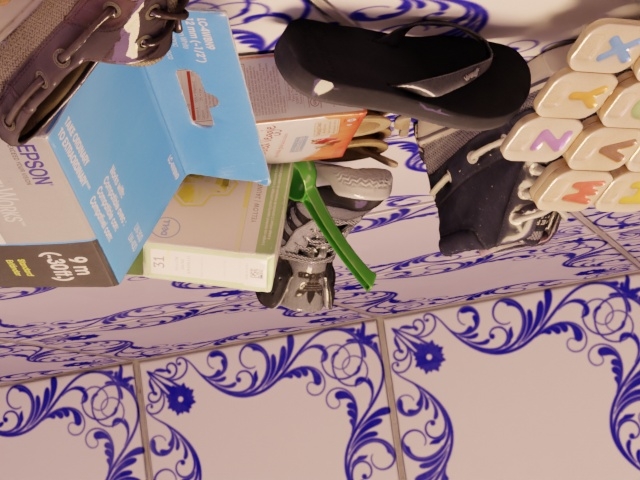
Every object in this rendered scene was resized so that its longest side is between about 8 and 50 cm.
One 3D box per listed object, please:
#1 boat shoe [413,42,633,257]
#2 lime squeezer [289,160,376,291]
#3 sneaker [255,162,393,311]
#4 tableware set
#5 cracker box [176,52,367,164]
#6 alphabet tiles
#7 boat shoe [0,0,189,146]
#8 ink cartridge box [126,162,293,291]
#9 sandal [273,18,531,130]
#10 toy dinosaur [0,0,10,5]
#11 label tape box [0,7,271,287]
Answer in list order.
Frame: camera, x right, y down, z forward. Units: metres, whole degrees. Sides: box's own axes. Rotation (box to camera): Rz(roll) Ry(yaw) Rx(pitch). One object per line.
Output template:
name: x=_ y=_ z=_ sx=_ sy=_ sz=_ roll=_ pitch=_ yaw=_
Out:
boat shoe: x=0.225 y=-0.082 z=1.675 sx=0.127 sy=0.158 sz=0.340 roll=-1 pitch=168 yaw=-33
lime squeezer: x=-0.075 y=-0.058 z=1.761 sx=0.310 sy=0.110 sz=0.059 roll=25 pitch=165 yaw=-6
sneaker: x=0.000 y=0.000 z=1.886 sx=0.101 sy=0.153 sz=0.268 roll=3 pitch=176 yaw=-23
tableware set: x=0.033 y=-0.102 z=1.755 sx=0.128 sy=0.039 sz=0.194 roll=-8 pitch=170 yaw=0
cracker box: x=-0.086 y=-0.109 z=1.549 sx=0.232 sy=0.067 sz=0.156 roll=-6 pitch=170 yaw=-8
alphabet tiles: x=0.306 y=-0.122 z=1.555 sx=0.278 sy=0.021 sz=0.284 roll=1 pitch=140 yaw=-33
boat shoe: x=-0.123 y=-0.148 z=1.070 sx=0.285 sy=0.092 sz=0.103 roll=-30 pitch=-170 yaw=34
ink cartridge box: x=-0.148 y=-0.038 z=1.629 sx=0.235 sy=0.171 sz=0.056 roll=7 pitch=134 yaw=2
sandal: x=0.082 y=-0.143 z=1.446 sx=0.254 sy=0.097 sz=0.054 roll=-1 pitch=141 yaw=-38
toy dinosaur: x=-0.189 y=-0.184 z=0.926 sx=0.200 sy=0.127 sz=0.296 roll=-37 pitch=170 yaw=23
label tape box: x=-0.225 y=-0.060 z=1.289 sx=0.348 sy=0.115 sz=0.249 roll=1 pitch=155 yaw=7
